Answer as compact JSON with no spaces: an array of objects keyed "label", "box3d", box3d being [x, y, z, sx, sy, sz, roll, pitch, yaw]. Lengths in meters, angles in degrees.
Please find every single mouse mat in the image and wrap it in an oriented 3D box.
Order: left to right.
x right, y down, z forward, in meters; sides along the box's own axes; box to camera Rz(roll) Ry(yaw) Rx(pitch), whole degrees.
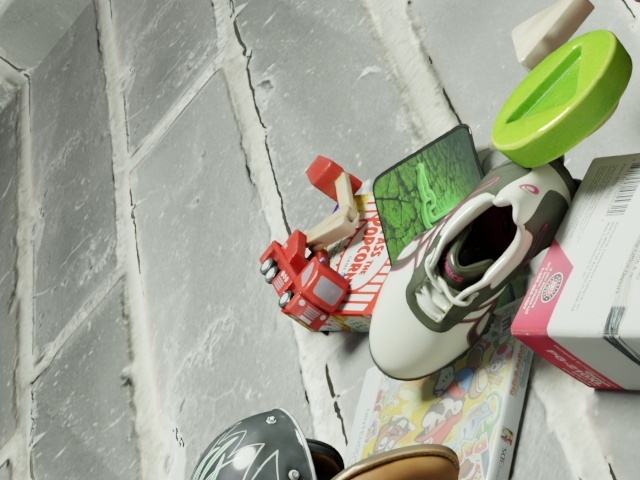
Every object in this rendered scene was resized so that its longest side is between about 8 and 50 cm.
[{"label":"mouse mat","box3d":[0.112,0.002,1.766,0.153,0.007,0.189,-32,66,47]}]

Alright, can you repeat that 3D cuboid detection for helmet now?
[{"label":"helmet","box3d":[-0.038,0.234,1.623,0.169,0.162,0.169,-37,40,39]}]

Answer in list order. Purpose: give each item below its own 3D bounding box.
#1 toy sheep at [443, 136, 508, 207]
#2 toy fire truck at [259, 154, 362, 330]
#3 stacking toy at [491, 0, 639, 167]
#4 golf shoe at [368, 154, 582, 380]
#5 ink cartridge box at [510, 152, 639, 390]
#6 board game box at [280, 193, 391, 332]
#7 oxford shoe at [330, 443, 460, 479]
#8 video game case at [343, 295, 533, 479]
[{"label":"toy sheep","box3d":[0.159,-0.053,1.780,0.132,0.091,0.091,-49,18,60]},{"label":"toy fire truck","box3d":[0.000,0.000,1.940,0.135,0.047,0.192,-51,25,8]},{"label":"stacking toy","box3d":[0.290,-0.153,1.549,0.279,0.130,0.309,-37,20,28]},{"label":"golf shoe","box3d":[0.111,0.026,1.605,0.273,0.105,0.120,-53,-13,31]},{"label":"ink cartridge box","box3d":[0.278,0.022,1.441,0.237,0.100,0.172,-4,55,62]},{"label":"board game box","box3d":[0.052,0.022,1.932,0.193,0.045,0.146,-3,56,61]},{"label":"oxford shoe","box3d":[0.018,0.225,1.410,0.212,0.076,0.076,-29,40,-4]},{"label":"video game case","box3d":[0.097,0.170,1.680,0.227,0.026,0.206,-29,35,45]}]
